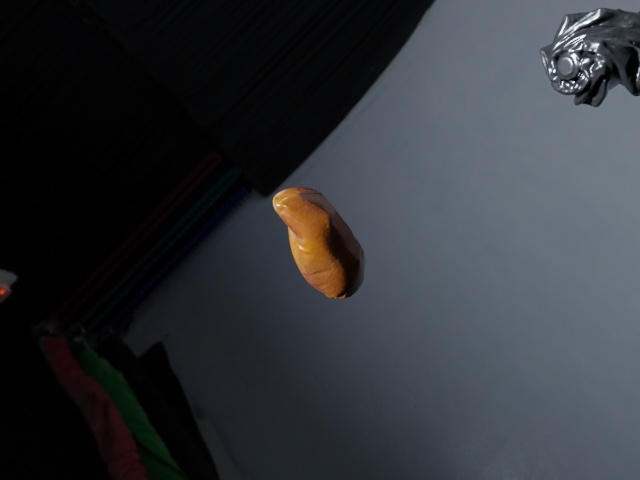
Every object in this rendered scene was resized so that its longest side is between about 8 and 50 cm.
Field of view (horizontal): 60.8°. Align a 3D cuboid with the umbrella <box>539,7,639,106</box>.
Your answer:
[{"bbox_3d":[0.410,-0.244,0.667,0.118,0.340,0.118,39,140,42],"label":"umbrella"}]

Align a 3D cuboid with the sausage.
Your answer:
[{"bbox_3d":[0.000,0.000,0.706,0.089,0.089,0.179,41,165,55],"label":"sausage"}]
